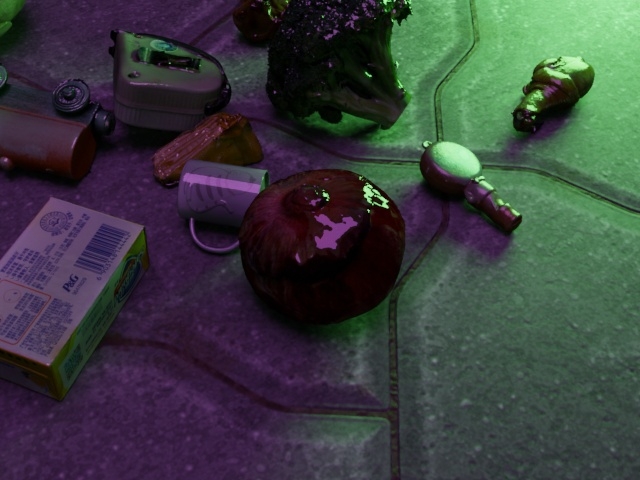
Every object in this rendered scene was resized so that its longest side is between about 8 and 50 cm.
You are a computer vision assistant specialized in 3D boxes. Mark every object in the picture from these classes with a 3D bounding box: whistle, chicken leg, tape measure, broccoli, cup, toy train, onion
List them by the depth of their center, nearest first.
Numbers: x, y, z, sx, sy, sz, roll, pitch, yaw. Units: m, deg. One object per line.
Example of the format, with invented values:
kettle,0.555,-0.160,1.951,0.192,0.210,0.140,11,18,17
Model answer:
onion,0.000,0.000,1.194,0.246,0.190,0.246,-6,51,8
cup,-0.155,-0.059,1.294,0.133,0.099,0.136,10,50,4
whistle,0.247,-0.094,1.374,0.107,0.057,0.220,-25,59,-38
toy train,-0.500,-0.193,1.390,0.285,0.116,0.177,13,63,7
broccoli,0.045,-0.327,1.446,0.275,0.308,0.308,41,52,-14
tape measure,-0.269,-0.295,1.456,0.207,0.115,0.235,2,37,-17
chicken leg,0.420,-0.274,1.520,0.227,0.088,0.103,-37,70,-21
chicken leg,-0.049,-0.433,1.623,0.251,0.107,0.087,13,35,-4

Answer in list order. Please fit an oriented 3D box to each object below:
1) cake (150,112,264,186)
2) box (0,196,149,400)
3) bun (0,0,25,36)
cake,-0.190,-0.147,1.408,0.185,0.116,0.080,-42,53,5
box,-0.378,0.075,1.171,0.168,0.097,0.265,16,51,10
bun,-0.673,-0.461,1.570,0.259,0.160,0.259,-10,46,10
